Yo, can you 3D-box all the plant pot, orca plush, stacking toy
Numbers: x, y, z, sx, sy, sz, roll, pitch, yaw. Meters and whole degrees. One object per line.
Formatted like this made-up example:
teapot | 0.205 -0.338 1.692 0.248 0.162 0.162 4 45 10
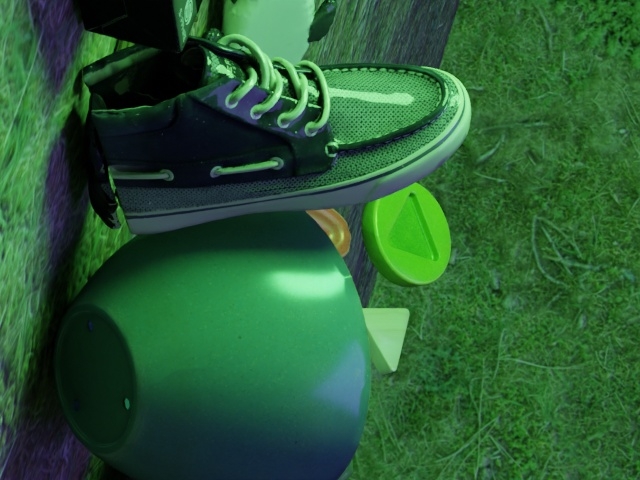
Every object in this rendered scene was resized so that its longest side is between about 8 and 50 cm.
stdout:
plant pot | -0.122 0.109 1.786 0.195 0.290 0.290 -8 119 -40
orca plush | -0.077 -0.264 2.026 0.151 0.102 0.287 -29 148 -6
stacking toy | 0.000 0.000 2.365 0.130 0.279 0.309 -19 -145 44

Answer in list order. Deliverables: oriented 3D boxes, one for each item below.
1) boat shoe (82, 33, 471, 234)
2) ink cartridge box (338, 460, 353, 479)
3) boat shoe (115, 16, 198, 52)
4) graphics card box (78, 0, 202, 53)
boat shoe | -0.040 -0.109 1.681 0.158 0.340 0.127 80 -7 -55
ink cartridge box | -0.074 0.143 2.114 0.119 0.207 0.353 -39 155 -19
boat shoe | -0.133 -0.204 1.738 0.064 0.060 0.178 -21 125 -79
graphics card box | -0.100 -0.363 1.581 0.233 0.094 0.371 87 19 -64
